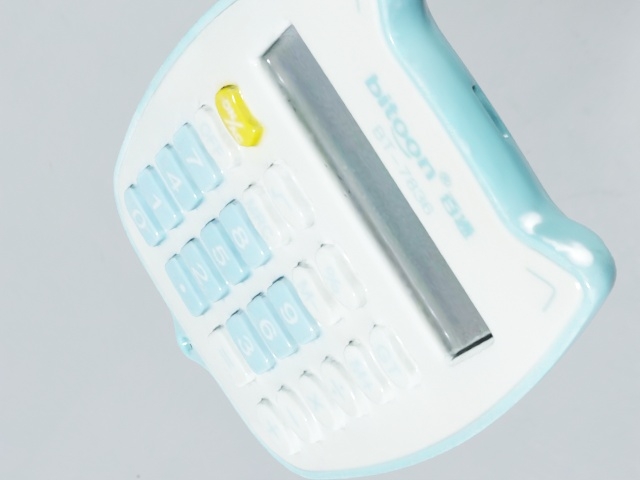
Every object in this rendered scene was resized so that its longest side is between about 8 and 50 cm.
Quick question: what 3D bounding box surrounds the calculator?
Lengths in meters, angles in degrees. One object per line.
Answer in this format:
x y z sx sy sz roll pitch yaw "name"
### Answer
0.000 0.000 0.929 0.054 0.386 0.256 -31 86 -34 "calculator"
